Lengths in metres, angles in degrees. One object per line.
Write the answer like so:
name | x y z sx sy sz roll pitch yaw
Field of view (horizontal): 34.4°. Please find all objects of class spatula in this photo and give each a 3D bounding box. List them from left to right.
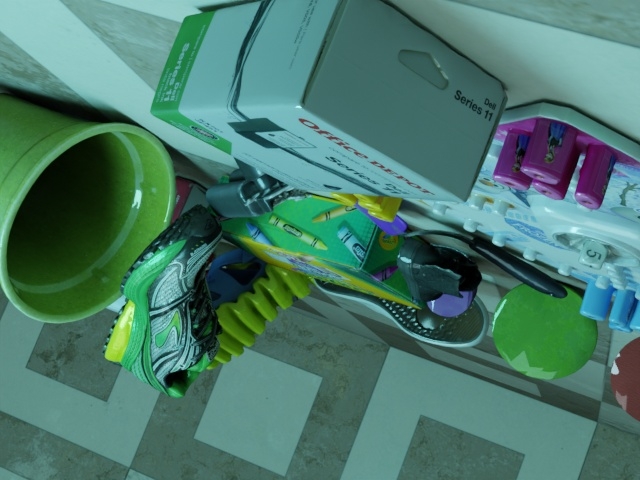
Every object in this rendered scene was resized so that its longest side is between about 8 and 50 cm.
spatula | 0.149 0.001 1.169 0.297 0.030 0.084 22 169 -6

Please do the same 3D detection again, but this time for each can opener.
can opener | -0.073 -0.073 1.185 0.093 0.074 0.280 58 163 -7

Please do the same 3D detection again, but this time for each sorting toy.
sorting toy | 0.313 0.104 1.300 0.366 0.127 0.126 22 -158 14

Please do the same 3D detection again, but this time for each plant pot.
plant pot | -0.378 -0.071 1.366 0.254 0.276 0.276 30 177 31

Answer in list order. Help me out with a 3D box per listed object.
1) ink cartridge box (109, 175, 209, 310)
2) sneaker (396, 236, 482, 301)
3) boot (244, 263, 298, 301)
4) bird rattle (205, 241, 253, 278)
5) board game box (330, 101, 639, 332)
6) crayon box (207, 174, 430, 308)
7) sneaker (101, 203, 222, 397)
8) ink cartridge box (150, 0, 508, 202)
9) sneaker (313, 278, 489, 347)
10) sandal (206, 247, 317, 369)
ink cartridge box | -0.335 -0.010 1.650 0.306 0.226 0.131 18 170 30
sneaker | 0.140 0.042 1.160 0.089 0.051 0.170 20 166 27
boot | -0.164 0.098 1.770 0.229 0.091 0.263 -23 170 1
bird rattle | -0.190 0.058 1.873 0.254 0.206 0.143 16 159 -39
board game box | 0.242 0.007 0.904 0.390 0.050 0.390 25 171 -19
crayon box | 0.000 0.000 1.363 0.279 0.081 0.165 15 169 39
sneaker | -0.182 0.085 1.391 0.146 0.134 0.343 33 138 7
ink cartridge box | 0.000 -0.096 0.720 0.153 0.086 0.208 26 170 -33
sneaker | 0.135 0.075 1.509 0.290 0.105 0.123 24 -174 34
sandal | -0.131 0.078 1.596 0.138 0.317 0.126 45 165 36
